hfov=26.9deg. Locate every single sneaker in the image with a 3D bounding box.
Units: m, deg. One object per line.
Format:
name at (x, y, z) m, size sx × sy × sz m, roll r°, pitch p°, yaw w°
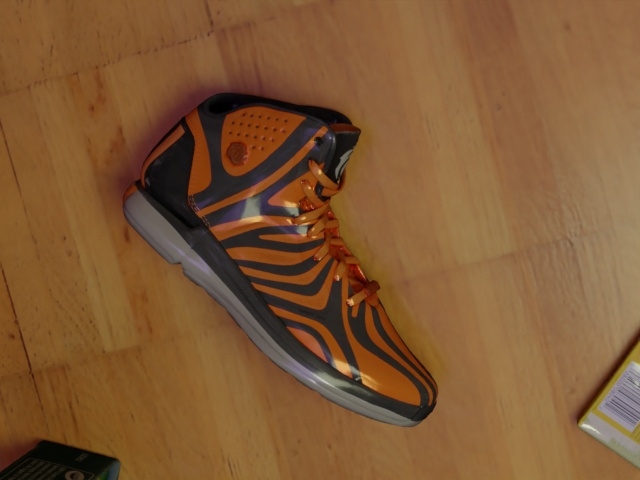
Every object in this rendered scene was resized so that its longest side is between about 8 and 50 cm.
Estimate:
sneaker at (0.000, 0.000, 1.100) m, size 0.321 × 0.124 × 0.180 m, roll 40°, pitch 103°, yaw 4°

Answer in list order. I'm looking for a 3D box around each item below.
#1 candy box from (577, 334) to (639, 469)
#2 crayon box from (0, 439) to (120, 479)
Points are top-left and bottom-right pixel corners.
candy box at (0.313, 0.100, 1.106) m, size 0.105 × 0.027 × 0.206 m, roll 34°, pitch 101°, yaw 2°
crayon box at (-0.264, 0.358, 1.150) m, size 0.083 × 0.203 × 0.323 m, roll 13°, pitch 99°, yaw 8°
